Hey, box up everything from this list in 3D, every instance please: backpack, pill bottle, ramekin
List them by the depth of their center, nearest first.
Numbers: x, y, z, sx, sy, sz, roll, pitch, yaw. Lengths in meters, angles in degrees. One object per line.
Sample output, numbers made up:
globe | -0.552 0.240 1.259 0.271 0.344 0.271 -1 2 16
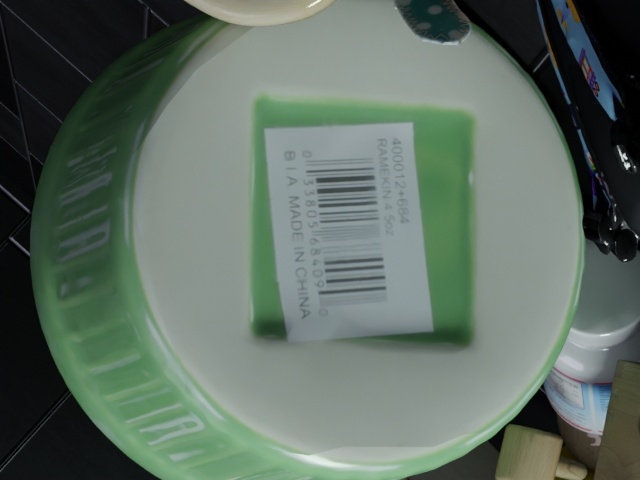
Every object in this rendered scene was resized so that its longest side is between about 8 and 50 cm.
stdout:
backpack | 0.136 -0.095 0.667 0.158 0.117 0.173 71 -176 -76
ramekin | 0.000 0.000 1.034 0.303 0.303 0.148 44 161 -10
pill bottle | 0.178 0.059 1.158 0.087 0.087 0.160 37 167 23

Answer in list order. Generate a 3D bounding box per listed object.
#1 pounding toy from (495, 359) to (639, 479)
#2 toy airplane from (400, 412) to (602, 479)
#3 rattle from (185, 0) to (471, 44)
pounding toy | 0.203 0.110 1.066 0.206 0.094 0.181 11 180 -22
toy airplane | 0.150 0.197 1.304 0.386 0.272 0.384 26 -162 9
rattle | 0.011 -0.161 0.962 0.199 0.130 0.143 12 173 11
